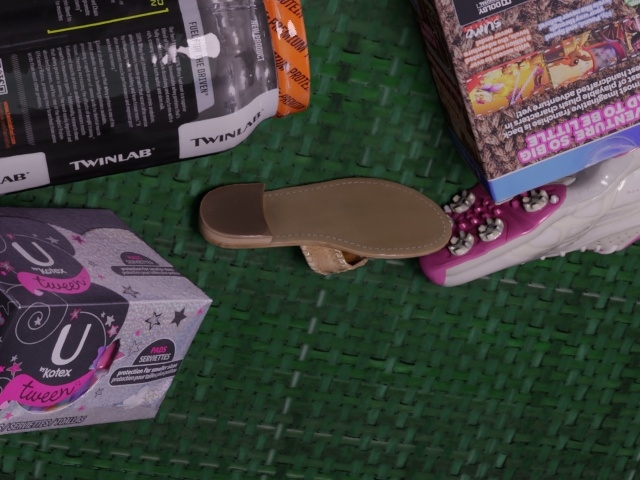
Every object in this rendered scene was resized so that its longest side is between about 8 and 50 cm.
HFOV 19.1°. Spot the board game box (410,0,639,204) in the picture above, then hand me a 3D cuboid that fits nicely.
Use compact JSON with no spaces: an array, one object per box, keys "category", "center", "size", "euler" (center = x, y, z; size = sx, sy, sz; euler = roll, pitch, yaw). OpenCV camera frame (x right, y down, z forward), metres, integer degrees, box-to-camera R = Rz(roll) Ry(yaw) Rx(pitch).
[{"category":"board game box","center":[0.208,-0.220,1.719],"size":[0.232,0.141,0.291],"euler":[-21,120,-4]}]

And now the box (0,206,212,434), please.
[{"category":"box","center":[-0.245,0.066,1.675],"size":[0.247,0.163,0.142],"euler":[-1,123,-52]}]

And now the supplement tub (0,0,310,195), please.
[{"category":"supplement tub","center":[-0.190,-0.157,1.610],"size":[0.338,0.207,0.207],"euler":[-11,119,-8]}]

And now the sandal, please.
[{"category":"sandal","center":[0.000,-0.006,1.828],"size":[0.240,0.088,0.079],"euler":[3,147,-8]}]

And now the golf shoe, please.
[{"category":"golf shoe","center":[0.244,-0.024,1.849],"size":[0.306,0.115,0.140],"euler":[-30,123,3]}]
